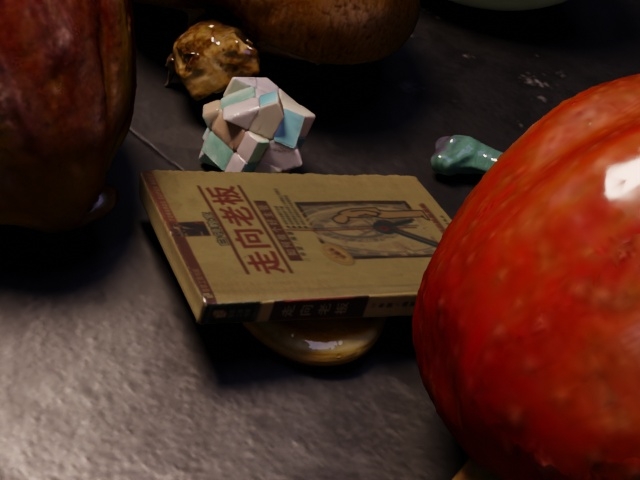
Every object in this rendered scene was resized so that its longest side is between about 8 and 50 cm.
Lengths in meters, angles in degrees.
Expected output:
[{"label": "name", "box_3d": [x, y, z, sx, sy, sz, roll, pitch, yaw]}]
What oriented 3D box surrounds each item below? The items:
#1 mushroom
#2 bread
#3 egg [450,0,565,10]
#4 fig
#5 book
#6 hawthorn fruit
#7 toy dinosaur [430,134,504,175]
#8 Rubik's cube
[{"label": "mushroom", "box_3d": [-0.057, -0.240, 0.997, 0.297, 0.163, 0.278, 16, 39, 6]}, {"label": "bread", "box_3d": [-0.006, 0.044, 0.803, 0.110, 0.024, 0.110, 8, 40, -6]}, {"label": "egg", "box_3d": [0.166, -0.336, 1.152, 0.283, 0.203, 0.203, 20, 40, -3]}, {"label": "fig", "box_3d": [-0.229, -0.133, 0.786, 0.224, 0.224, 0.263, -8, 52, -26]}, {"label": "book", "box_3d": [0.000, 0.000, 0.822, 0.231, 0.026, 0.161, -1, 34, -26]}, {"label": "hawthorn fruit", "box_3d": [0.174, 0.073, 0.672, 0.330, 0.287, 0.287, -40, 56, 3]}, {"label": "toy dinosaur", "box_3d": [0.329, -0.042, 0.972, 0.383, 0.129, 0.331, -17, 42, -34]}, {"label": "Rubik's cube", "box_3d": [-0.052, -0.084, 0.889, 0.084, 0.075, 0.073, 25, 19, 33]}]
